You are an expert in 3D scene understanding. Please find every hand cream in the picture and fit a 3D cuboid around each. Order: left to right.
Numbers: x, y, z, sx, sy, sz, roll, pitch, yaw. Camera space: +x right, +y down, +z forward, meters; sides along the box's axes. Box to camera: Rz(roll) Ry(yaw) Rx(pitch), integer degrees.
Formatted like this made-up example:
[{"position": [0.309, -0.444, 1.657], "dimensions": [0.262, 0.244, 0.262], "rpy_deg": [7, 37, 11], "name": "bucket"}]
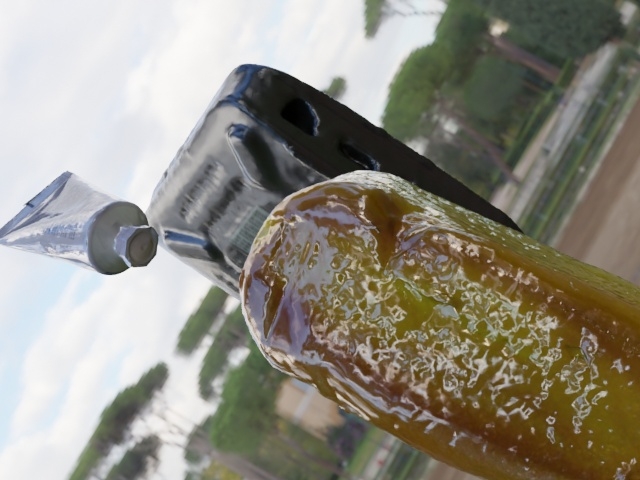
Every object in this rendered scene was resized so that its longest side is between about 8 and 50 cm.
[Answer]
[{"position": [-0.170, -0.010, 0.862], "dimensions": [0.084, 0.142, 0.053], "rpy_deg": [-46, -50, -27], "name": "hand cream"}]

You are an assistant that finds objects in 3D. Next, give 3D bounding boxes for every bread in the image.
[{"position": [0.083, 0.048, 0.529], "dimensions": [0.102, 0.245, 0.094], "rpy_deg": [-68, -13, 19], "name": "bread"}]

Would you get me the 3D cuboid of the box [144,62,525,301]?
[{"position": [0.000, 0.000, 1.034], "dimensions": [0.073, 0.290, 0.289], "rpy_deg": [-62, 10, -32], "name": "box"}]
